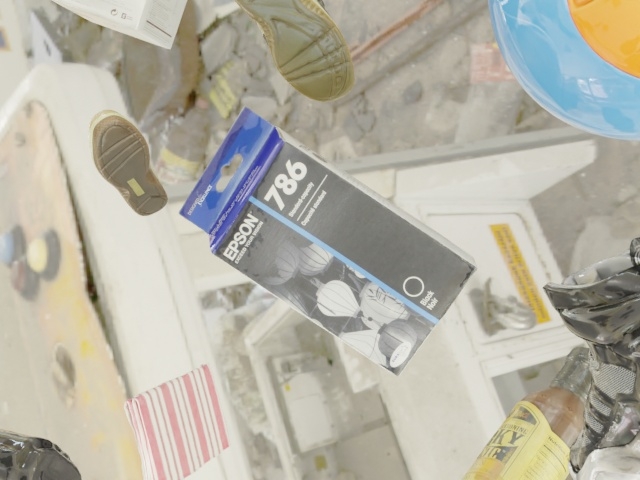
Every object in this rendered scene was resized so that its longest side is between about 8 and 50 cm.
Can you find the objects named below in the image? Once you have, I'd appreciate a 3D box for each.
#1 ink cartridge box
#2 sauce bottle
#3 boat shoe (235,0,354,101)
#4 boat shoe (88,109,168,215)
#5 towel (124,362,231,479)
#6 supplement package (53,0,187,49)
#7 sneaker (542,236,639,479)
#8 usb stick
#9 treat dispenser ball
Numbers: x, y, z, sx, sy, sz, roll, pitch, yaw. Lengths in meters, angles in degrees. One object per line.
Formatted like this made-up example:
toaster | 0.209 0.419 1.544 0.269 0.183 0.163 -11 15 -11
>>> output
ink cartridge box | 0.000 0.000 0.880 0.333 0.065 0.165 33 103 1
sauce bottle | 0.295 0.291 1.041 0.111 0.344 0.111 33 150 22
boat shoe | -0.032 -0.237 0.770 0.080 0.223 0.073 -23 48 21
boat shoe | -0.252 -0.106 0.949 0.072 0.068 0.190 58 166 29
towel | -0.211 0.277 1.129 0.029 0.197 0.144 -12 92 27
supplement package | -0.243 -0.406 1.012 0.134 0.139 0.244 21 95 5
sneaker | 0.232 0.096 0.570 0.268 0.101 0.153 97 149 -62
usb stick | -0.304 0.149 0.555 0.278 0.077 0.045 5 54 21
treat dispenser ball | 0.294 -0.231 0.659 0.288 0.288 0.288 5 97 48
